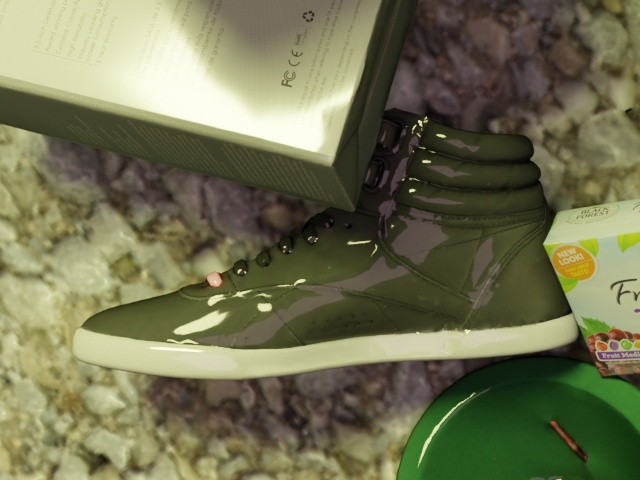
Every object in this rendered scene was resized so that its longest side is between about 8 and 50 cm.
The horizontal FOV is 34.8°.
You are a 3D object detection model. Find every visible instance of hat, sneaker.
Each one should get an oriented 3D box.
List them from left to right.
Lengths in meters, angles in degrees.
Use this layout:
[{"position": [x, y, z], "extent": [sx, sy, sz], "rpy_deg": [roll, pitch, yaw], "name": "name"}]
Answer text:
[{"position": [0.000, 0.000, 0.600], "extent": [0.295, 0.104, 0.147], "rpy_deg": [-5, 93, -5], "name": "sneaker"}, {"position": [0.171, 0.194, 0.648], "extent": [0.173, 0.183, 0.208], "rpy_deg": [-49, 49, -7], "name": "hat"}]

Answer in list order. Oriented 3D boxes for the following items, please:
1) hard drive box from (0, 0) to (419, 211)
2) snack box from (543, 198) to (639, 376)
[{"position": [-0.071, -0.136, 0.546], "extent": [0.232, 0.089, 0.181], "rpy_deg": [15, 79, 12], "name": "hard drive box"}, {"position": [0.206, 0.022, 0.552], "extent": [0.141, 0.037, 0.100], "rpy_deg": [-10, 119, 36], "name": "snack box"}]
